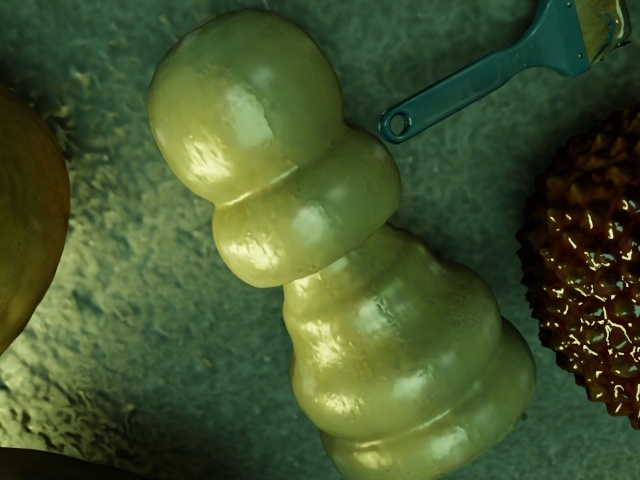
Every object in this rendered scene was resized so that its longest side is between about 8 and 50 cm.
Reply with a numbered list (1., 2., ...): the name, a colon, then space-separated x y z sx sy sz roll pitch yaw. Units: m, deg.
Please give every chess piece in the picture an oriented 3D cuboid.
1. chess piece: 0.000 0.000 0.406 0.143 0.142 0.261 -30 107 13

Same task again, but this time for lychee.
1. lychee: 0.194 0.015 0.389 0.188 0.188 0.188 0 116 -1

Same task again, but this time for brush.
1. brush: 0.099 -0.093 0.385 0.164 0.014 0.051 -31 112 -14

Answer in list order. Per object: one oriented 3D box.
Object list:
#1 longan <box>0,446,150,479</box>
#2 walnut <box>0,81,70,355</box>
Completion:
1. longan: -0.172 0.282 0.457 0.350 0.288 0.288 29 112 -4
2. walnut: -0.237 -0.005 0.366 0.222 0.195 0.195 -42 109 15
